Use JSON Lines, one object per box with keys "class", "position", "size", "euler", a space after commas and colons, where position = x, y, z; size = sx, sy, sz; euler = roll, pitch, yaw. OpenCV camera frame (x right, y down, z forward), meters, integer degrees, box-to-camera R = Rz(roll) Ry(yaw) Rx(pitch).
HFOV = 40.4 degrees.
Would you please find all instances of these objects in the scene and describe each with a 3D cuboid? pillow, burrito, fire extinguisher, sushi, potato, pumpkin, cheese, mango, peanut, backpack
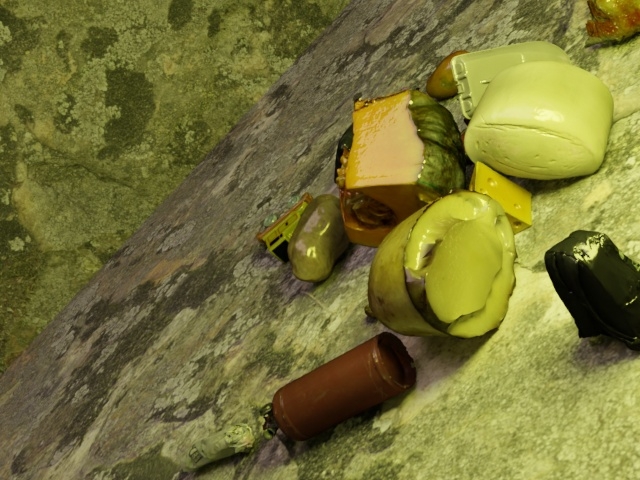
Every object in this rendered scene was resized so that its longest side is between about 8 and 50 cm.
{"class": "pillow", "position": [0.126, -0.261, 2.174], "size": [0.250, 0.106, 0.186], "euler": [-45, -14, -22]}
{"class": "burrito", "position": [-0.204, 0.406, 1.703], "size": [0.203, 0.064, 0.064], "euler": [-29, 27, 37]}
{"class": "fire extinguisher", "position": [0.012, 0.268, 1.526], "size": [0.337, 0.106, 0.147], "euler": [-32, 0, 29]}
{"class": "sushi", "position": [0.630, -0.507, 1.735], "size": [0.274, 0.139, 0.184], "euler": [-32, 23, 14]}
{"class": "potato", "position": [0.184, 0.057, 1.452], "size": [0.242, 0.242, 0.285], "euler": [-21, 36, 46]}
{"class": "pumpkin", "position": [0.159, -0.130, 1.731], "size": [0.303, 0.256, 0.225], "euler": [88, -169, -63]}
{"class": "cheese", "position": [0.288, -0.037, 1.600], "size": [0.171, 0.126, 0.093], "euler": [-50, 19, 44]}
{"class": "mango", "position": [0.325, -0.408, 2.174], "size": [0.163, 0.089, 0.111], "euler": [-40, 9, 37]}
{"class": "peanut", "position": [0.000, 0.000, 1.978], "size": [0.129, 0.129, 0.224], "euler": [-12, 48, 53]}
{"class": "backpack", "position": [0.377, 0.058, 1.160], "size": [0.106, 0.165, 0.120], "euler": [-40, 24, -17]}

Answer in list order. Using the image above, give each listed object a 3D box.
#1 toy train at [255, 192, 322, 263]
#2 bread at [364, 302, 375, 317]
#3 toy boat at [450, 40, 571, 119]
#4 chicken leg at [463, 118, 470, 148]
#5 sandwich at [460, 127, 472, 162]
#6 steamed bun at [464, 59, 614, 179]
{"class": "toy train", "position": [-0.070, -0.030, 2.204], "size": [0.219, 0.089, 0.127], "euler": [-39, 33, 12]}
{"class": "bread", "position": [0.120, 0.114, 1.682], "size": [0.088, 0.033, 0.049], "euler": [-48, 7, -19]}
{"class": "toy boat", "position": [0.383, -0.326, 1.771], "size": [0.269, 0.141, 0.140], "euler": [-15, 5, -32]}
{"class": "chicken leg", "position": [0.346, -0.218, 1.796], "size": [0.304, 0.113, 0.093], "euler": [-80, 14, -66]}
{"class": "sandwich", "position": [0.319, -0.203, 1.894], "size": [0.067, 0.029, 0.135], "euler": [-31, 24, 19]}
{"class": "steamed bun", "position": [0.388, -0.216, 1.553], "size": [0.250, 0.155, 0.200], "euler": [6, 47, 31]}
